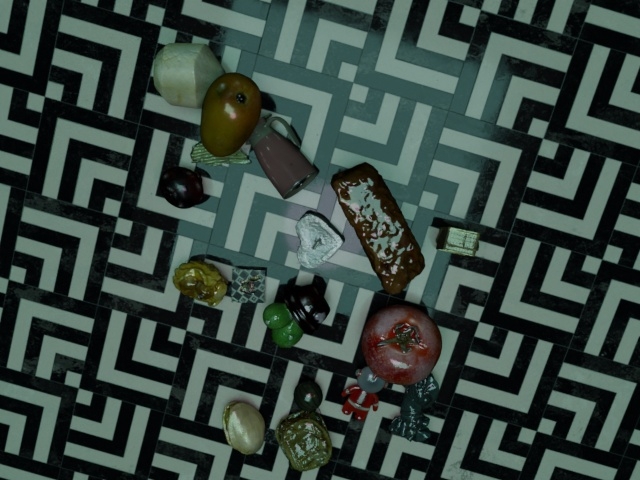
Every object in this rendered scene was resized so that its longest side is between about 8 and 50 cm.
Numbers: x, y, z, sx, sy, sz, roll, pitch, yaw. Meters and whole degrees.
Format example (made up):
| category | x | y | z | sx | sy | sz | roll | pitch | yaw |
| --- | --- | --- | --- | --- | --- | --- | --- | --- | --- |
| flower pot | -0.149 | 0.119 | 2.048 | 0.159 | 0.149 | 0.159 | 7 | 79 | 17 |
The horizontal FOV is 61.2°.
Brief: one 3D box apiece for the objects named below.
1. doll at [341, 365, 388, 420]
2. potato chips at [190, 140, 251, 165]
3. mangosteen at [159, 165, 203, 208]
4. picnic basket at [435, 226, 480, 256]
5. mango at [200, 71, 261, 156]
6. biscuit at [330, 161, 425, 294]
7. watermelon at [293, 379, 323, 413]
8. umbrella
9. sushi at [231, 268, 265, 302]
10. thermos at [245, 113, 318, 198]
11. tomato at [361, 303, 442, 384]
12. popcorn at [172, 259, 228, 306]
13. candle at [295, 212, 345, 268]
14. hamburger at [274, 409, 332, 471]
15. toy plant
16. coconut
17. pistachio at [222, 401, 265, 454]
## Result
| category | x | y | z | sx | sy | sz | roll | pitch | yaw |
| --- | --- | --- | --- | --- | --- | --- | --- | --- | --- |
| doll | 0.162 | 0.532 | 1.941 | 0.142 | 0.076 | 0.245 | 23 | 103 | -3 |
| potato chips | -0.342 | -0.300 | 1.847 | 0.207 | 0.028 | 0.092 | 1 | 101 | 3 |
| mangosteen | -0.461 | -0.184 | 1.821 | 0.152 | 0.152 | 0.153 | 0 | 99 | 2 |
| picnic basket | 0.456 | 0.003 | 1.804 | 0.115 | 0.164 | 0.080 | 13 | 90 | 1 |
| mango | -0.294 | -0.382 | 1.696 | 0.173 | 0.317 | 0.211 | 10 | 60 | -24 |
| biscuit | 0.179 | -0.059 | 1.717 | 0.166 | 0.342 | 0.395 | -28 | 99 | 3 |
| watermelon | -0.036 | 0.564 | 1.931 | 0.105 | 0.105 | 0.133 | -40 | 75 | 7 |
| umbrella | 0.344 | 0.547 | 1.928 | 0.143 | 0.094 | 0.349 | 11 | 97 | -4 |
| sushi | -0.254 | 0.160 | 1.919 | 0.120 | 0.026 | 0.126 | 3 | 103 | -1 |
| thermos | -0.135 | -0.290 | 1.785 | 0.176 | 0.146 | 0.265 | -39 | 86 | 33 |
| tomato | 0.269 | 0.352 | 1.828 | 0.270 | 0.227 | 0.270 | -1 | 67 | 2 |
| popcorn | -0.402 | 0.144 | 1.868 | 0.194 | 0.163 | 0.140 | 16 | 79 | 30 |
| candle | 0.000 | 0.000 | 1.864 | 0.168 | 0.068 | 0.192 | 2 | 101 | 5 |
| hamburger | -0.056 | 0.723 | 1.965 | 0.183 | 0.130 | 0.206 | -26 | 79 | 4 |
| toy plant | -0.087 | 0.260 | 1.855 | 0.235 | 0.175 | 0.218 | -32 | 139 | 2 |
| coconut | -0.408 | -0.525 | 1.729 | 0.222 | 0.202 | 0.202 | 5 | 99 | 3 |
| pistachio | -0.277 | 0.675 | 1.961 | 0.145 | 0.117 | 0.201 | -25 | 90 | -33 |
